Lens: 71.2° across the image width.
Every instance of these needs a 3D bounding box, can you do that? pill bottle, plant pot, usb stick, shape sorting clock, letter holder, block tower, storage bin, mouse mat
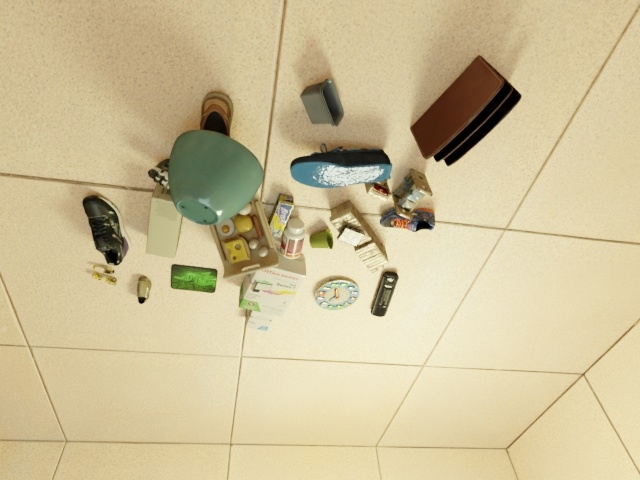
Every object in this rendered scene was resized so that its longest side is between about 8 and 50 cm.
[{"bbox_3d":[-0.106,-0.008,1.728,0.086,0.086,0.151,6,131,-10],"label":"pill bottle"},{"bbox_3d":[0.000,0.000,1.757,0.079,0.083,0.083,-9,133,19],"label":"plant pot"},{"bbox_3d":[-0.339,-0.161,1.358,0.291,0.195,0.290,11,150,6],"label":"plant pot"},{"bbox_3d":[0.288,0.247,2.018,0.077,0.045,0.277,8,131,-3],"label":"usb stick"},{"bbox_3d":[0.075,0.249,2.003,0.207,0.040,0.206,-2,132,-3],"label":"shape sorting clock"},{"bbox_3d":[0.453,-0.367,1.371,0.152,0.214,0.302,28,124,-26],"label":"letter holder"},{"bbox_3d":[0.156,-0.014,1.742,0.091,0.097,0.335,-27,130,18],"label":"block tower"},{"bbox_3d":[0.004,-0.424,1.373,0.091,0.098,0.135,3,139,30],"label":"storage bin"},{"bbox_3d":[-0.537,0.165,1.898,0.190,0.007,0.152,7,131,-12],"label":"mouse mat"}]

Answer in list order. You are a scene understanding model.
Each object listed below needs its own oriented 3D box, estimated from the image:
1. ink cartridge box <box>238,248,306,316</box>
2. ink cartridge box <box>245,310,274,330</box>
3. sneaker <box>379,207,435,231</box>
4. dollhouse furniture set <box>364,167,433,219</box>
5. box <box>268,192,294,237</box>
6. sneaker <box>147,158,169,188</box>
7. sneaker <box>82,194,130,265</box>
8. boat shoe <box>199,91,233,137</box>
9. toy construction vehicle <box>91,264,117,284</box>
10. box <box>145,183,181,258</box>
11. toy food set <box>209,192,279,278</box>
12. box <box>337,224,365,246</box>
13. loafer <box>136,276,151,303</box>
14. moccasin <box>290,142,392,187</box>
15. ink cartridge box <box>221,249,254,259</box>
[{"bbox_3d":[-0.202,0.173,1.859,0.202,0.117,0.278,16,128,-18],"label":"ink cartridge box"},{"bbox_3d":[-0.266,0.328,2.030,0.104,0.060,0.180,14,129,-16],"label":"ink cartridge box"},{"bbox_3d":[0.337,-0.075,1.706,0.222,0.087,0.083,-4,131,-2],"label":"sneaker"},{"bbox_3d":[0.272,-0.184,1.575,0.184,0.128,0.129,21,127,-22],"label":"dollhouse furniture set"},{"bbox_3d":[-0.152,-0.092,1.671,0.059,0.054,0.168,14,128,-17],"label":"box"},{"bbox_3d":[-0.457,-0.192,1.515,0.234,0.106,0.078,39,145,-20],"label":"sneaker"},{"bbox_3d":[-0.778,-0.029,1.624,0.107,0.124,0.283,-9,132,2],"label":"sneaker"},{"bbox_3d":[-0.338,-0.302,1.424,0.123,0.116,0.324,1,131,-6],"label":"boat shoe"},{"bbox_3d":[-0.881,0.138,1.830,0.098,0.035,0.085,17,139,-15],"label":"toy construction vehicle"},{"bbox_3d":[-0.563,-0.067,1.630,0.113,0.094,0.275,13,130,-15],"label":"box"},{"bbox_3d":[-0.301,-0.025,1.625,0.220,0.092,0.305,-15,101,8],"label":"toy food set"},{"bbox_3d":[0.113,-0.017,1.660,0.083,0.018,0.067,19,129,-20],"label":"box"},{"bbox_3d":[-0.749,0.215,1.894,0.056,0.050,0.147,6,131,-10],"label":"loafer"},{"bbox_3d":[0.065,-0.252,1.512,0.343,0.116,0.137,0,144,-11],"label":"moccasin"},{"bbox_3d":[-0.313,0.042,1.745,0.136,0.099,0.056,-14,131,7],"label":"ink cartridge box"}]
